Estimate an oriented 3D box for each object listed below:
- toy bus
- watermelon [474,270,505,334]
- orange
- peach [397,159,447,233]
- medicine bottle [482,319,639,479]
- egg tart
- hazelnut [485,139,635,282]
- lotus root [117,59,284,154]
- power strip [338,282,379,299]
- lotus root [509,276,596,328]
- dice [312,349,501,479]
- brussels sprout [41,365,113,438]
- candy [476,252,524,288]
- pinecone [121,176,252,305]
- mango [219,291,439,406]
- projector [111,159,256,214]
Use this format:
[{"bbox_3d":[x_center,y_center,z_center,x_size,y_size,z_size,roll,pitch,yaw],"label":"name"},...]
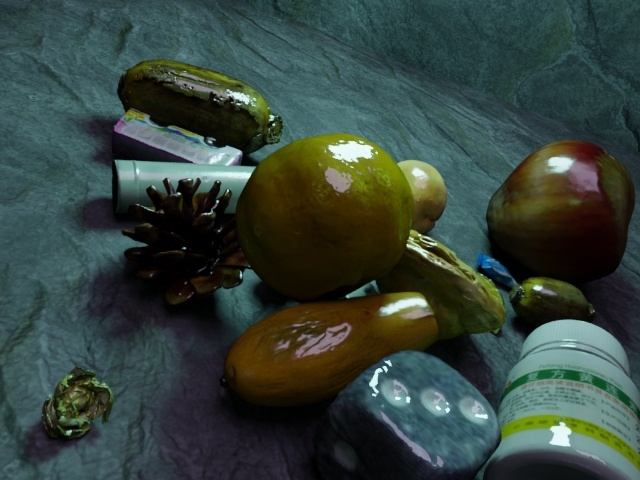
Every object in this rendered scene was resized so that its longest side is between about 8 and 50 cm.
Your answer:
[{"bbox_3d":[-0.324,-0.197,1.209,0.274,0.090,0.112,21,39,-2],"label":"toy bus"},{"bbox_3d":[0.330,0.111,1.158,0.182,0.075,0.092,36,40,18],"label":"watermelon"},{"bbox_3d":[0.009,-0.028,0.832,0.279,0.279,0.235,-3,61,-32],"label":"orange"},{"bbox_3d":[0.222,-0.102,1.305,0.184,0.184,0.184,15,34,-11],"label":"peach"},{"bbox_3d":[0.384,0.283,0.829,0.208,0.208,0.340,30,35,11],"label":"medicine bottle"},{"bbox_3d":[0.194,0.091,1.002,0.319,0.128,0.319,39,-4,3],"label":"egg tart"},{"bbox_3d":[0.611,-0.082,1.355,0.359,0.359,0.409,32,27,14],"label":"hazelnut"},{"bbox_3d":[-0.282,-0.315,1.298,0.398,0.195,0.179,13,39,-12],"label":"lotus root"},{"bbox_3d":[0.092,0.139,1.022,0.082,0.035,0.192,-1,41,-30],"label":"power strip"},{"bbox_3d":[0.510,0.146,1.170,0.210,0.120,0.120,15,34,-9],"label":"lotus root"},{"bbox_3d":[0.114,0.271,0.718,0.183,0.181,0.182,40,38,27],"label":"dice"},{"bbox_3d":[-0.313,0.210,0.681,0.085,0.058,0.085,23,55,-37],"label":"brussels sprout"},{"bbox_3d":[0.438,0.082,1.297,0.136,0.038,0.088,34,22,6],"label":"candy"},{"bbox_3d":[-0.226,-0.009,0.912,0.229,0.201,0.202,5,14,20],"label":"pinecone"},{"bbox_3d":[0.024,0.161,0.816,0.360,0.187,0.143,-9,75,-29],"label":"mango"},{"bbox_3d":[-0.247,-0.106,1.098,0.338,0.108,0.108,-1,40,-27],"label":"projector"}]
